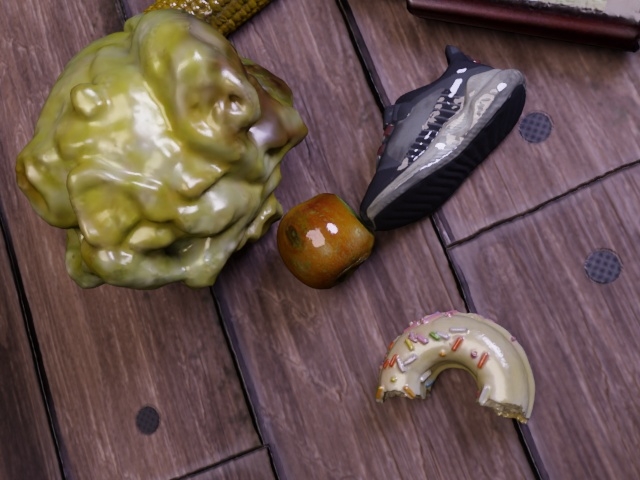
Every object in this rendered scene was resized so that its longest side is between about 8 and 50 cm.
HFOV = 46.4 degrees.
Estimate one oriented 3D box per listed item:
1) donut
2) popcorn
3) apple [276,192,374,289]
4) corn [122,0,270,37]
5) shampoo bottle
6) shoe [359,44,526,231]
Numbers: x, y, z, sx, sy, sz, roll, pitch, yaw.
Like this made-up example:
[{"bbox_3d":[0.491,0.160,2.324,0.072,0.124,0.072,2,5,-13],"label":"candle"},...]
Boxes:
[{"bbox_3d":[0.139,0.126,0.778,0.165,0.065,0.108,5,83,22],"label":"donut"},{"bbox_3d":[-0.169,-0.088,0.827,0.312,0.312,0.312,-3,81,21],"label":"popcorn"},{"bbox_3d":[0.000,0.000,0.826,0.099,0.114,0.102,-41,82,10],"label":"apple"},{"bbox_3d":[-0.143,-0.292,0.945,0.319,0.097,0.097,-35,71,11],"label":"corn"},{"bbox_3d":[0.195,-0.291,0.811,0.322,0.084,0.129,19,86,24],"label":"shampoo bottle"},{"bbox_3d":[0.117,-0.114,0.815,0.227,0.099,0.112,-43,62,6],"label":"shoe"}]
